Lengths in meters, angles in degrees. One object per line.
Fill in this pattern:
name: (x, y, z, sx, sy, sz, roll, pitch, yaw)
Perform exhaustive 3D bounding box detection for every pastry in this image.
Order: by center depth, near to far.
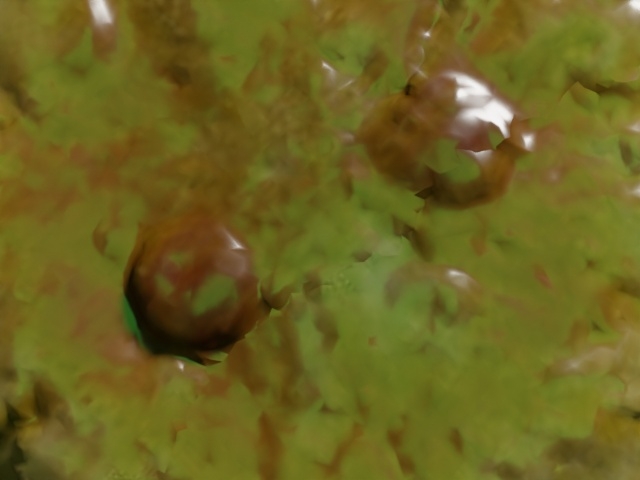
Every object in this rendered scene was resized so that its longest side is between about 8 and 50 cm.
pastry: (0.000, 0.000, 0.585, 0.330, 0.136, 0.329, -1, 83, 4)
